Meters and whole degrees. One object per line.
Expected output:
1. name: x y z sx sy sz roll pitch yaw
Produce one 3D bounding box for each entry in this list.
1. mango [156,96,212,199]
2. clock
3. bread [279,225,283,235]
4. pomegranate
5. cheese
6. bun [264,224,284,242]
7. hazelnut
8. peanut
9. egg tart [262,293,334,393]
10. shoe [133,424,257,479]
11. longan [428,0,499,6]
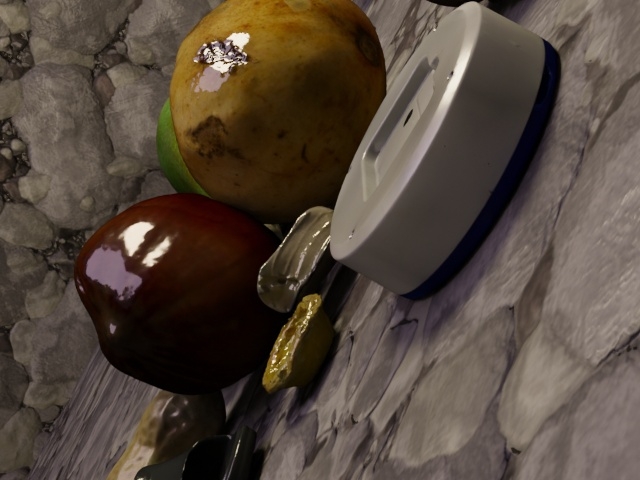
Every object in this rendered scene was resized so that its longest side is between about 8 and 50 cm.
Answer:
1. mango: -0.115 -0.134 1.867 0.225 0.201 0.382 -29 24 4
2. clock: 0.091 -0.072 1.070 0.230 0.083 0.230 -56 14 21
3. bread: -0.083 -0.002 1.760 0.066 0.060 0.110 -33 6 -12
4. pomegranate: -0.046 -0.145 1.479 0.260 0.260 0.260 -58 11 19
5. cheese: 0.000 -0.003 1.330 0.171 0.047 0.092 -52 -10 -21
6. bun: -0.134 0.058 1.615 0.220 0.134 0.220 -50 28 40
7. hazelnut: -0.139 0.059 1.408 0.229 0.229 0.229 -58 11 19
8. peanut: -0.173 0.240 1.499 0.214 0.090 0.098 -62 -3 2
9. egg tart: -0.017 0.099 1.255 0.105 0.039 0.105 -58 12 19
10. shoe: -0.146 0.267 1.313 0.241 0.093 0.108 -58 10 32
11. longan: 0.134 -0.298 1.250 0.204 0.159 0.185 57 147 34
